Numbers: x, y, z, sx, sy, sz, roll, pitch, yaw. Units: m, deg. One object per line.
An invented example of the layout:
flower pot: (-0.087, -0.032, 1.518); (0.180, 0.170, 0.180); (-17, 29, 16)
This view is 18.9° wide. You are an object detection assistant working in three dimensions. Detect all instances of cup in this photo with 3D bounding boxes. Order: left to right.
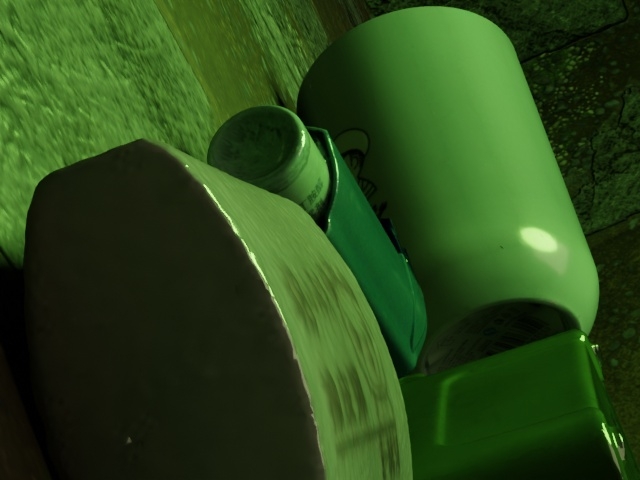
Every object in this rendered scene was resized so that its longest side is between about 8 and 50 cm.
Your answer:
cup: (0.110, -0.026, 1.634); (0.205, 0.205, 0.312); (59, 11, -49)

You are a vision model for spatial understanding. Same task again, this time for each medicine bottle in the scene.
medicine bottle: (0.000, 0.000, 1.223); (0.258, 0.079, 0.124); (57, 16, -54)

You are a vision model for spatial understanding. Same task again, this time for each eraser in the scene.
eraser: (-0.029, 0.060, 0.754); (0.270, 0.094, 0.174); (17, 53, -80)

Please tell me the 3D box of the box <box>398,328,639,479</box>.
box: (0.140, 0.197, 1.242); (0.329, 0.177, 0.253); (-74, 139, -80)
